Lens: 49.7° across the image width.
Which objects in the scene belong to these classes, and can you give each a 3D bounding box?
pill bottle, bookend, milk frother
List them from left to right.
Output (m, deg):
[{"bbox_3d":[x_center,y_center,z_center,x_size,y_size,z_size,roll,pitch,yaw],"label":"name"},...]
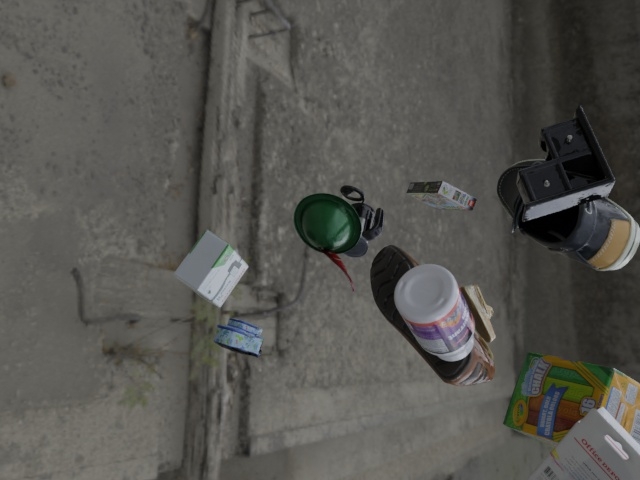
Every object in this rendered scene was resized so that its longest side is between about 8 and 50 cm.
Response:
[{"bbox_3d":[0.089,-0.056,1.859,0.143,0.129,0.135,33,43,-17],"label":"milk frother"},{"bbox_3d":[0.205,0.133,1.193,0.193,0.108,0.108,54,37,-48],"label":"pill bottle"},{"bbox_3d":[0.415,-0.136,1.234,0.072,0.156,0.157,58,16,-67],"label":"bookend"}]

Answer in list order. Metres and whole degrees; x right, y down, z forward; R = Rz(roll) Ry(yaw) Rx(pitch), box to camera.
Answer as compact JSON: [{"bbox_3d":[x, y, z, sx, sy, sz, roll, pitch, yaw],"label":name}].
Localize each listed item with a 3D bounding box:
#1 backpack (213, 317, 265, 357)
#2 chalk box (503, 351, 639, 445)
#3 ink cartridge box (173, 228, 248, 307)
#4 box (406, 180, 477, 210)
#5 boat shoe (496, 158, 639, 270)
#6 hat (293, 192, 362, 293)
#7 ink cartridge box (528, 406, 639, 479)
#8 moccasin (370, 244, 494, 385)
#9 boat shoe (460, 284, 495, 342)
[{"bbox_3d":[-0.212,0.245,1.772,0.114,0.105,0.084,24,77,-44],"label":"backpack"},{"bbox_3d":[0.538,0.364,1.514,0.179,0.289,0.180,29,74,-30],"label":"chalk box"},{"bbox_3d":[-0.293,0.081,1.887,0.153,0.087,0.208,-56,163,-10],"label":"ink cartridge box"},{"bbox_3d":[0.328,-0.122,1.890,0.036,0.114,0.207,-66,-164,-4],"label":"box"},{"bbox_3d":[0.519,-0.085,1.579,0.500,0.156,0.187,-116,-134,-65],"label":"boat shoe"},{"bbox_3d":[0.000,0.000,1.672,0.183,0.208,0.173,-54,142,-55],"label":"hat"},{"bbox_3d":[0.359,0.293,0.889,0.061,0.104,0.181,-16,142,-34],"label":"ink cartridge box"},{"bbox_3d":[0.232,0.149,1.456,0.147,0.380,0.139,21,108,-44],"label":"moccasin"},{"bbox_3d":[0.445,0.196,1.900,0.063,0.059,0.170,115,-45,-66],"label":"boat shoe"}]
